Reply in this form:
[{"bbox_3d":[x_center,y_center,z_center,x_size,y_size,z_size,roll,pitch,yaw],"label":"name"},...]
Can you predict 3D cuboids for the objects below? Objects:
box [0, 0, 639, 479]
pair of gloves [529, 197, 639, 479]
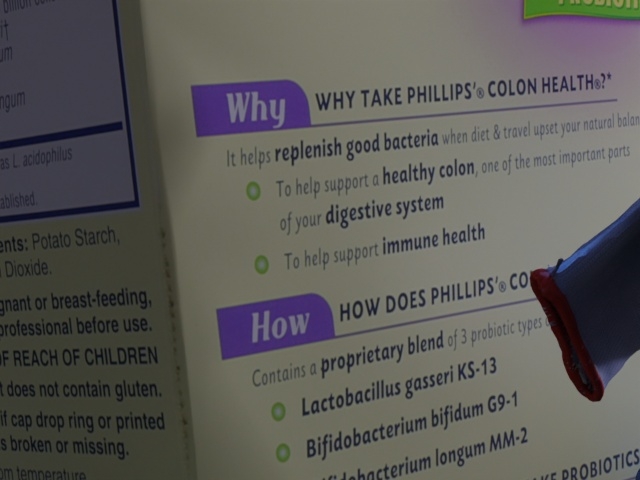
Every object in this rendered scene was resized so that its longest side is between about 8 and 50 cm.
[{"bbox_3d":[0.000,0.000,0.570,0.214,0.243,0.117,-8,3,-43],"label":"box"},{"bbox_3d":[0.138,0.010,0.546,0.159,0.198,0.023,-39,36,-9],"label":"pair of gloves"}]
